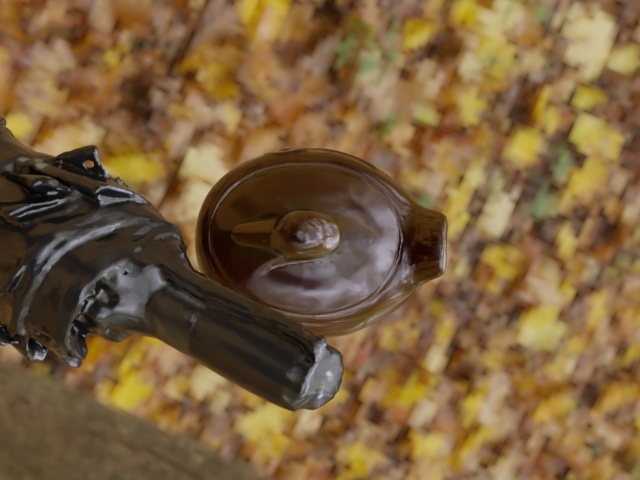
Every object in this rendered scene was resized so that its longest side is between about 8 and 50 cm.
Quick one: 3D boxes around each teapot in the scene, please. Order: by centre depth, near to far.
[{"bbox_3d":[0.000,0.000,1.004,0.078,0.129,0.098,90,5,-83],"label":"teapot"}]

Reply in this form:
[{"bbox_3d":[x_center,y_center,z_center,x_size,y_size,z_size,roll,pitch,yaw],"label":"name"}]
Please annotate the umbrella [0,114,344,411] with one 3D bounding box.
[{"bbox_3d":[-0.131,-0.004,0.917,0.118,0.340,0.118,-39,141,-40],"label":"umbrella"}]
